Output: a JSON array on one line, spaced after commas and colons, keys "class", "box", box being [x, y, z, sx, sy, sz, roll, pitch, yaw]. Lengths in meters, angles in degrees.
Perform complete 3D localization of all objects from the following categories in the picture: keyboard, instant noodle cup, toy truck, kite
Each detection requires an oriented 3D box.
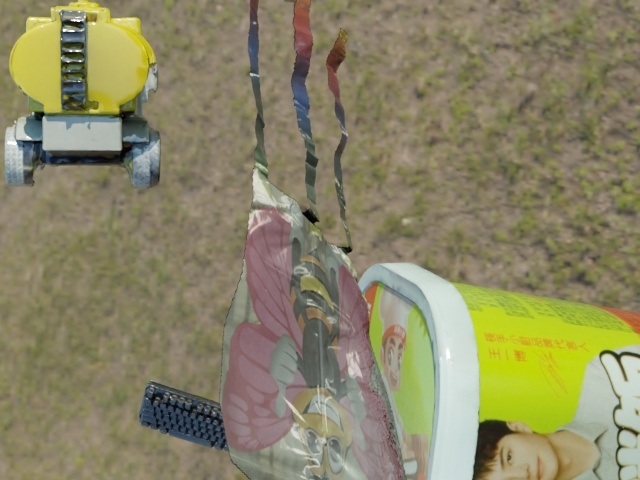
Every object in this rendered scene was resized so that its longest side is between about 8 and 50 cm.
[{"class": "keyboard", "box": [-0.117, 0.241, 1.584, 0.023, 0.231, 0.072, -75, 3, -57]}, {"class": "instant noodle cup", "box": [0.190, 0.164, 1.019, 0.294, 0.308, 0.293, -175, 90, -74]}, {"class": "toy truck", "box": [-0.153, -0.096, 0.830, 0.227, 0.098, 0.114, -143, 54, -78]}, {"class": "kite", "box": [-0.003, 0.001, 0.754, 0.022, 0.204, 0.360, -15, 60, 26]}]

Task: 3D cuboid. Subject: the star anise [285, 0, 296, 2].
[{"class": "star anise", "box": [-0.013, -0.262, 0.946, 0.158, 0.140, 0.144, -12, 86, 23]}]
